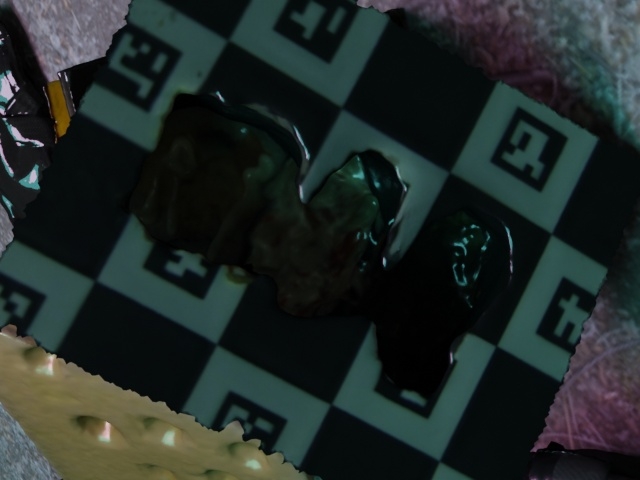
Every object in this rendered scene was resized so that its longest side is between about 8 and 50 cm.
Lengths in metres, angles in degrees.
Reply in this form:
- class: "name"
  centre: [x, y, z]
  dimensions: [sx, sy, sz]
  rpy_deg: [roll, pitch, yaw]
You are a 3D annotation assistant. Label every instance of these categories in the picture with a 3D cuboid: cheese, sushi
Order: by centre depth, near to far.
- class: "sushi"
  centre: [0.000, 0.000, 0.741]
  dimensions: [0.373, 0.296, 0.100]
  rpy_deg: [26, 173, -13]
- class: "cheese"
  centre: [-0.155, 0.180, 1.124]
  dimensions: [0.384, 0.104, 0.384]
  rpy_deg: [15, 143, 11]

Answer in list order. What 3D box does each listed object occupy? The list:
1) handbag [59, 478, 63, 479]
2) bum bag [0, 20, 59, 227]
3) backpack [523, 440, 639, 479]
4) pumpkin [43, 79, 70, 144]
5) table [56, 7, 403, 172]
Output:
- class: "handbag"
  centre: [-0.353, 0.504, 1.535]
  dimensions: [0.302, 0.178, 0.275]
  rpy_deg: [55, 140, 9]
- class: "bum bag"
  centre: [-0.361, -0.118, 1.285]
  dimensions: [0.142, 0.080, 0.326]
  rpy_deg: [-21, 91, 50]
- class: "backpack"
  centre: [0.215, 0.348, 0.805]
  dimensions: [0.363, 0.255, 0.445]
  rpy_deg: [-20, 93, 43]
- class: "pumpkin"
  centre: [-0.221, -0.060, 1.164]
  dimensions: [0.163, 0.111, 0.278]
  rpy_deg: [-140, 36, -63]
- class: "table"
  centre: [-0.056, -0.032, 0.917]
  dimensions: [0.251, 0.196, 0.282]
  rpy_deg: [8, 116, 45]
